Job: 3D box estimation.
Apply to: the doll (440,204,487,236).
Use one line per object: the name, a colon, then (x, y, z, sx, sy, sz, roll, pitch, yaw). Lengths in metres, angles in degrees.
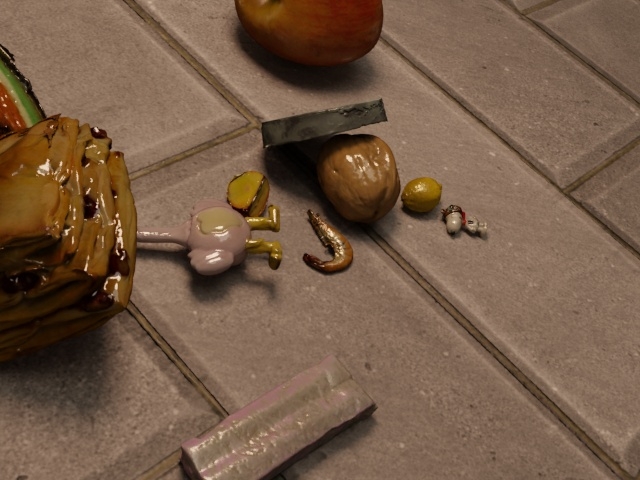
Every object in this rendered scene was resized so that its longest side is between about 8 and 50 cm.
doll: (0.262, -0.036, 1.592, 0.085, 0.040, 0.058, -1, 63, -16)

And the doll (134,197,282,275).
doll: (-0.242, -0.017, 1.349, 0.365, 0.094, 0.160, 10, 44, -13)

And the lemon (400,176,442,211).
lemon: (0.186, -0.085, 1.590, 0.092, 0.065, 0.065, -18, 58, -30)

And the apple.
apple: (-0.033, -0.479, 1.715, 0.301, 0.302, 0.302, 11, 47, -12)

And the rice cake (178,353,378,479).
rice cake: (-0.056, 0.258, 1.202, 0.298, 0.050, 0.106, -26, 62, -35)

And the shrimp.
shrimp: (0.000, 0.000, 1.471, 0.091, 0.025, 0.127, -18, 61, -31)

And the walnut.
walnut: (0.068, -0.111, 1.516, 0.166, 0.149, 0.167, 31, 41, -31)

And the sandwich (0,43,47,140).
sandwich: (-0.566, -0.184, 1.330, 0.250, 0.162, 0.301, 52, 21, 10)

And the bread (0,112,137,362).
bread: (-0.398, -0.020, 1.174, 0.277, 0.167, 0.325, -21, 55, 11)

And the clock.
clock: (0.005, -0.208, 1.541, 0.226, 0.226, 0.049, -16, 98, -31)

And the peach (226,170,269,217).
peach: (-0.117, -0.072, 1.471, 0.077, 0.050, 0.083, -22, 48, -8)
